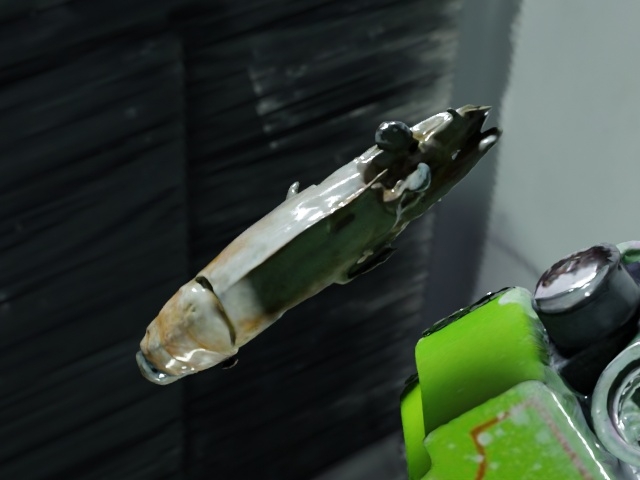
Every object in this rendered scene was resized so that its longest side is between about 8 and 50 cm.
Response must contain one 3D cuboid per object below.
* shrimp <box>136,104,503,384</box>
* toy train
[{"bbox_3d":[0.000,0.000,1.239,0.360,0.247,0.085,-38,88,28],"label":"shrimp"},{"bbox_3d":[0.193,0.153,1.090,0.307,0.249,0.173,54,-165,-23],"label":"toy train"}]
